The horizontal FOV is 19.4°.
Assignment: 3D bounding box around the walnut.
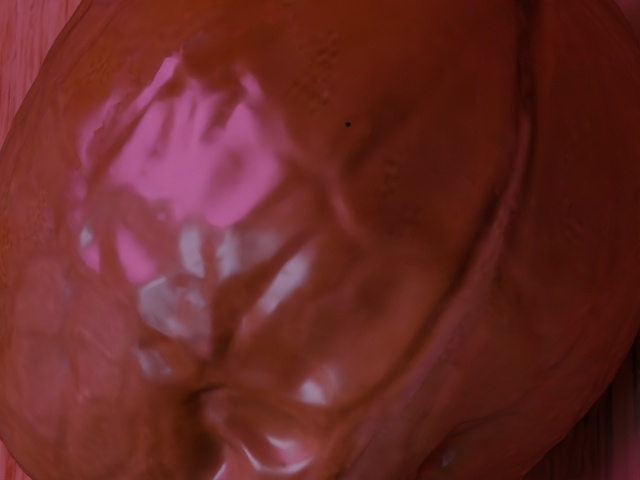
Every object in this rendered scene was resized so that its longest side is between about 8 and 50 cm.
[{"bbox_3d":[0.000,0.000,0.551,0.225,0.193,0.193,-65,34,38],"label":"walnut"}]
